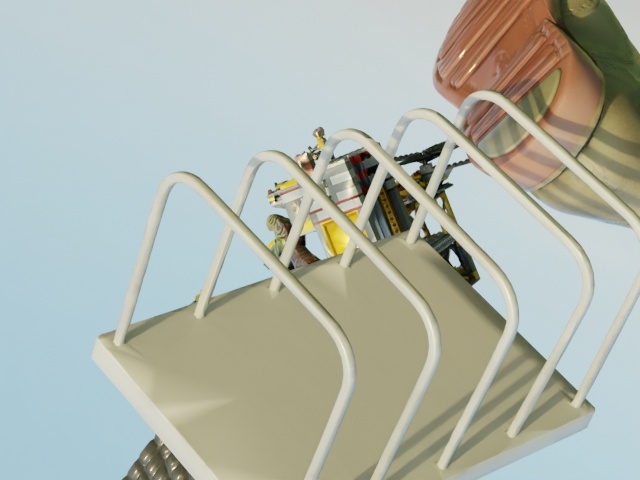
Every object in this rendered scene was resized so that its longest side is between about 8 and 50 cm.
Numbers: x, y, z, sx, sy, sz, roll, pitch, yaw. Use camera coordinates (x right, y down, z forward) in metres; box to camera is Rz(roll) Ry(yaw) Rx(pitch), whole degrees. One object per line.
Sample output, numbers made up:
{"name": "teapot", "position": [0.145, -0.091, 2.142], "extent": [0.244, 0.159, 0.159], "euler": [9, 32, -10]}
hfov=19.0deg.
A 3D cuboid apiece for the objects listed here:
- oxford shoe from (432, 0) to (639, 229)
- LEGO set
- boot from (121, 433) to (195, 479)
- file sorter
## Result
{"name": "oxford shoe", "position": [0.183, -0.117, 1.452], "extent": [0.146, 0.140, 0.397], "euler": [33, -154, -17]}
{"name": "LEGO set", "position": [0.000, 0.000, 1.720], "extent": [0.331, 0.255, 0.192], "euler": [-28, -83, -58]}
{"name": "boot", "position": [-0.073, 0.214, 1.454], "extent": [0.118, 0.338, 0.223], "euler": [63, -172, 23]}
{"name": "file sorter", "position": [0.041, 0.037, 1.179], "extent": [0.278, 0.173, 0.193], "euler": [-18, -128, -39]}
